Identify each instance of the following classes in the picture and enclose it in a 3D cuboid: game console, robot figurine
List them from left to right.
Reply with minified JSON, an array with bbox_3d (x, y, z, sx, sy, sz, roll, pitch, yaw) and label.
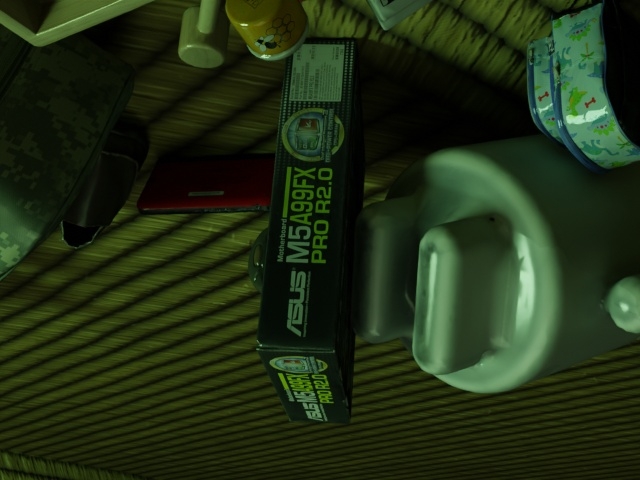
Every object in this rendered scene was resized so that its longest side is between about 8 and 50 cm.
[{"bbox_3d":[-0.097,-0.040,0.953,0.144,0.124,0.085,-2,129,12],"label":"game console"},{"bbox_3d":[0.188,0.009,0.799,0.354,0.199,0.300,-12,-154,-37],"label":"robot figurine"}]

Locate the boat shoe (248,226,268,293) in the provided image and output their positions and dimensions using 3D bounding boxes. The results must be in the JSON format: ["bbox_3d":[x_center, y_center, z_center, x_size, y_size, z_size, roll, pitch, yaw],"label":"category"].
[{"bbox_3d":[0.084,0.037,1.070,0.324,0.122,0.120,6,162,17],"label":"boat shoe"}]

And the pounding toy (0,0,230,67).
[{"bbox_3d":[-0.129,-0.197,0.593,0.181,0.094,0.206,-12,153,31],"label":"pounding toy"}]

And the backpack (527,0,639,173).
[{"bbox_3d":[0.210,-0.110,0.705,0.084,0.114,0.105,-19,148,40],"label":"backpack"}]

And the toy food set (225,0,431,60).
[{"bbox_3d":[0.055,-0.180,0.561,0.232,0.111,0.104,-33,148,5],"label":"toy food set"}]

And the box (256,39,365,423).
[{"bbox_3d":[0.000,0.000,0.795,0.060,0.269,0.216,2,156,5],"label":"box"}]

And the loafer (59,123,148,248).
[{"bbox_3d":[-0.227,-0.050,0.951,0.080,0.078,0.220,11,155,-14],"label":"loafer"}]

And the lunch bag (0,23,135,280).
[{"bbox_3d":[-0.343,-0.088,0.755,0.256,0.212,0.305,36,143,-22],"label":"lunch bag"}]
